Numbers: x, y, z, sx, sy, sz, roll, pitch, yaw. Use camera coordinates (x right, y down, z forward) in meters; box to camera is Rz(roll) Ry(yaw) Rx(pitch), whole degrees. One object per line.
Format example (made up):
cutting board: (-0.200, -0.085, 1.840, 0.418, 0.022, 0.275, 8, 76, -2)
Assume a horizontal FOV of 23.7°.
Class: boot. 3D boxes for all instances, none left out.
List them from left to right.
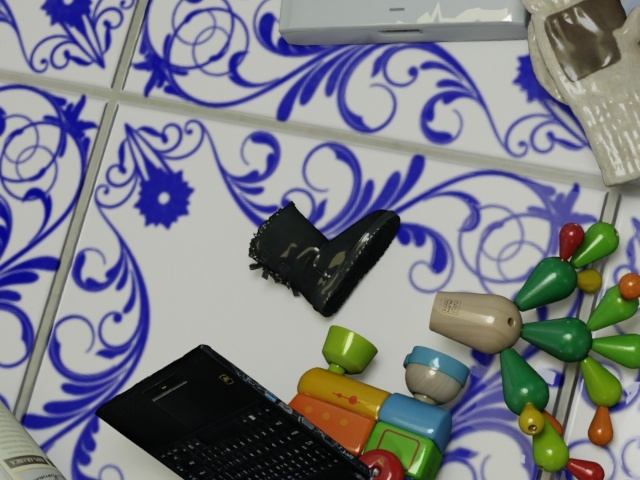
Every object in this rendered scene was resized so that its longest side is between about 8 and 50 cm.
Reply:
boot: (0.000, 0.000, 1.367, 0.099, 0.045, 0.121, 38, 91, 27)

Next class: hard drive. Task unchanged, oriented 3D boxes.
hard drive: (0.090, -0.358, 1.427, 0.233, 0.047, 0.353, 1, 76, 19)

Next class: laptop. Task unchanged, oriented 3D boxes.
laptop: (-0.066, 0.234, 1.210, 0.264, 0.234, 0.137, 38, 58, -12)

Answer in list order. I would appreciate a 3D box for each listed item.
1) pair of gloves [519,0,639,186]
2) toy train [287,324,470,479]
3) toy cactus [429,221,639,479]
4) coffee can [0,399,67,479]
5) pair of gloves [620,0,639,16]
pair of gloves: (0.298, -0.175, 1.286, 0.240, 0.042, 0.204, -28, 77, 1)
toy train: (-0.003, 0.135, 1.306, 0.248, 0.105, 0.143, 18, 72, 22)
toy cactus: (0.178, 0.079, 1.242, 0.180, 0.112, 0.219, 12, 82, 10)
coffee can: (-0.291, 0.272, 1.309, 0.201, 0.201, 0.275, -46, 66, 3)
pair of gloves: (0.247, -0.244, 1.333, 0.159, 0.023, 0.198, -33, 82, -1)
